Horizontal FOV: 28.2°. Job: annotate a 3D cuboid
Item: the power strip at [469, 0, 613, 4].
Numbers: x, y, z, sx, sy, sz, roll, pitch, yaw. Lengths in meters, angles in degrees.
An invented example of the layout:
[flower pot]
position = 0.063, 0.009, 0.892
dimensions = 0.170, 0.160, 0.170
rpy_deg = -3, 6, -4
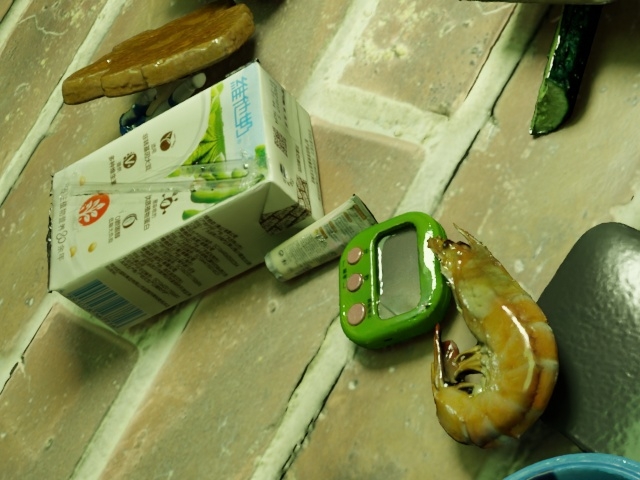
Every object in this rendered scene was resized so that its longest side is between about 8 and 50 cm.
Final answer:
[power strip]
position = 0.265, -0.317, 1.334
dimensions = 0.213, 0.065, 0.198
rpy_deg = 11, 41, 44

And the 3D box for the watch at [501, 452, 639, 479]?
[watch]
position = 0.223, 0.301, 0.938
dimensions = 0.305, 0.241, 0.275
rpy_deg = -5, 47, 37

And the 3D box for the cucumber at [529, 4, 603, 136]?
[cucumber]
position = 0.265, -0.218, 1.332
dimensions = 0.046, 0.070, 0.220
rpy_deg = 13, 72, 12

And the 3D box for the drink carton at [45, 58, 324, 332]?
[drink carton]
position = -0.164, -0.045, 1.524
dimensions = 0.324, 0.132, 0.194
rpy_deg = -26, 49, 22

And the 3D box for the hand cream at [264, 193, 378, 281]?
[hand cream]
position = 0.000, 0.000, 1.419
dimensions = 0.143, 0.061, 0.039
rpy_deg = -28, 18, 26

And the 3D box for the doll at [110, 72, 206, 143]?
[doll]
position = -0.212, -0.142, 1.651
dimensions = 0.227, 0.114, 0.057
rpy_deg = -22, 25, 37

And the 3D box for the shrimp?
[shrimp]
position = 0.148, 0.086, 1.196
dimensions = 0.150, 0.068, 0.249
rpy_deg = -44, 38, 28

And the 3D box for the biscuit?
[biscuit]
position = -0.187, -0.236, 1.617
dimensions = 0.278, 0.043, 0.301
rpy_deg = -31, 21, -19

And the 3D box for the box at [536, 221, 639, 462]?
[box]
position = 0.275, 0.096, 1.138
dimensions = 0.212, 0.042, 0.201
rpy_deg = 31, 85, 45

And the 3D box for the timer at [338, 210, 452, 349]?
[timer]
position = 0.078, 0.043, 1.330
dimensions = 0.128, 0.047, 0.140
rpy_deg = -22, 52, 30
